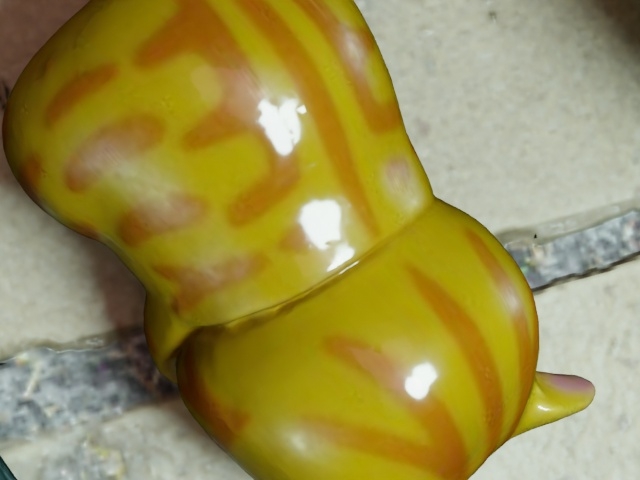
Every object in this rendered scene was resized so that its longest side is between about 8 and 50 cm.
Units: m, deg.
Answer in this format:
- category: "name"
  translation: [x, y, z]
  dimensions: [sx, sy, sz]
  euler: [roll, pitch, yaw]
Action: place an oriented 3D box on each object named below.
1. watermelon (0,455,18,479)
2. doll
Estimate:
- category: "watermelon"
  translation: [-0.250, 0.134, 0.573]
  dimensions: [0.387, 0.228, 0.258]
  euler: [44, 80, -12]
- category: "doll"
  translation: [-0.013, -0.006, 0.663]
  dimensions: [0.166, 0.162, 0.269]
  euler: [-36, 102, -28]
